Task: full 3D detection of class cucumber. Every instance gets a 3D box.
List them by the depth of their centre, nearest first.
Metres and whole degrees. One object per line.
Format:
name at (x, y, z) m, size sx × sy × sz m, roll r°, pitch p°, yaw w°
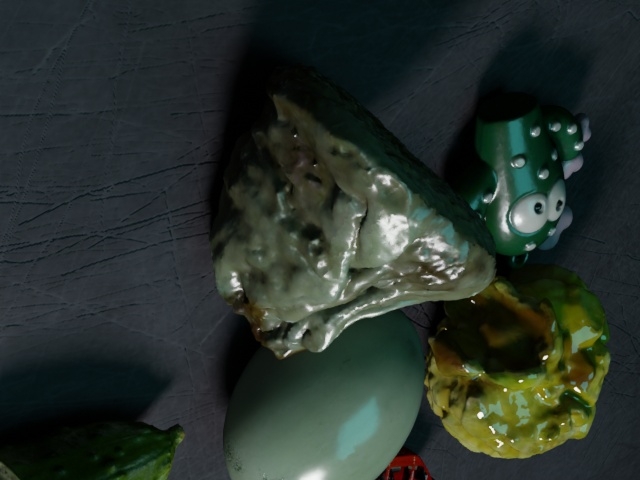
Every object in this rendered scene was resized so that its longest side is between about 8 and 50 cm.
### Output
cucumber at (-0.241, 0.248, 1.346) m, size 0.244 × 0.134 × 0.134 m, roll -19°, pitch 129°, yaw -41°

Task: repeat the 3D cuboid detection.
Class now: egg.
egg at (0.004, 0.191, 1.479) m, size 0.283 × 0.203 × 0.203 m, roll -51°, pitch 140°, yaw -6°

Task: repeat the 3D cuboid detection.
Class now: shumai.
shumai at (0.000, 0.000, 1.305) m, size 0.263 × 0.309 × 0.304 m, roll -47°, pitch 174°, yaw 11°

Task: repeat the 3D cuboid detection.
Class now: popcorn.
popcorn at (0.261, 0.158, 1.705) m, size 0.270 × 0.224 × 0.258 m, roll -14°, pitch 116°, yaw -29°

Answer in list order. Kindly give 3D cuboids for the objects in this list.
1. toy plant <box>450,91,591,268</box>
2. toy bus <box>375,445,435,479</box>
toy plant at (0.250, -0.068, 1.621) m, size 0.232 × 0.112 × 0.243 m, roll -2°, pitch 112°, yaw -39°
toy bus at (0.086, 0.325, 1.754) m, size 0.195 × 0.081 × 0.089 m, roll 5°, pitch 102°, yaw -46°
